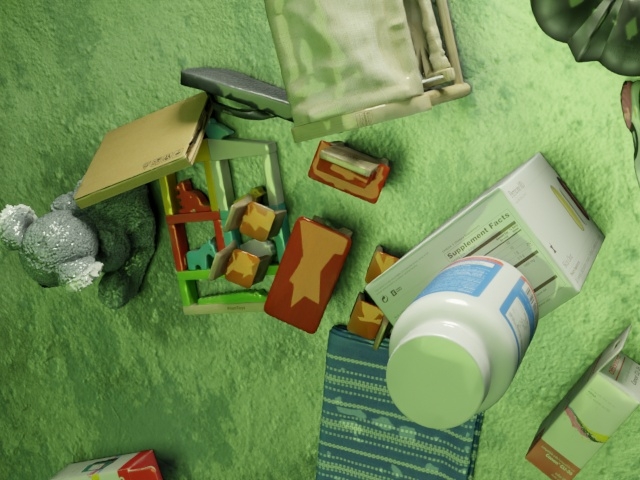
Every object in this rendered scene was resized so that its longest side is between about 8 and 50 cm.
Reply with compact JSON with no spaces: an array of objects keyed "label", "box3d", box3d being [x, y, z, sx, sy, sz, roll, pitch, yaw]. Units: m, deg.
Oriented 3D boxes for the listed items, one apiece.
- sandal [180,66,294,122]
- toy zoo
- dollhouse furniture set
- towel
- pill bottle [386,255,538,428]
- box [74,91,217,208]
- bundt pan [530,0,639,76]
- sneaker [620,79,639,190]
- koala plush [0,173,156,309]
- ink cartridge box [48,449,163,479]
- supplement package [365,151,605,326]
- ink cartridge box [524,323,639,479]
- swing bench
[{"label":"sandal","box3d":[-0.088,-0.186,1.343,0.254,0.097,0.054,21,111,16]},{"label":"toy zoo","box3d":[-0.141,-0.036,1.441,0.192,0.030,0.293,-5,101,24]},{"label":"dollhouse furniture set","box3d":[0.000,0.000,1.313,0.262,0.135,0.259,22,106,8]},{"label":"towel","box3d":[0.108,0.301,1.418,0.243,0.040,0.336,11,107,21]},{"label":"pill bottle","box3d":[0.138,0.099,0.958,0.124,0.221,0.124,5,105,21]},{"label":"box","box3d":[-0.251,-0.134,1.398,0.201,0.164,0.021,-18,127,26]},{"label":"bundt pan","box3d":[0.366,-0.331,1.076,0.331,0.124,0.331,8,114,19]},{"label":"sneaker","box3d":[0.416,-0.112,1.164,0.077,0.072,0.178,-12,99,27]},{"label":"koala plush","box3d":[-0.366,-0.002,1.438,0.196,0.221,0.203,38,114,10]},{"label":"ink cartridge box","box3d":[-0.332,0.433,1.614,0.231,0.078,0.134,-14,98,25]},{"label":"supplement package","box3d":[0.209,0.024,1.180,0.204,0.262,0.145,-39,87,26]},{"label":"ink cartridge box","box3d":[0.356,0.211,1.247,0.067,0.115,0.198,38,115,11]},{"label":"swing bench","box3d":[0.053,-0.271,1.175,0.165,0.254,0.253,-10,99,25]}]
